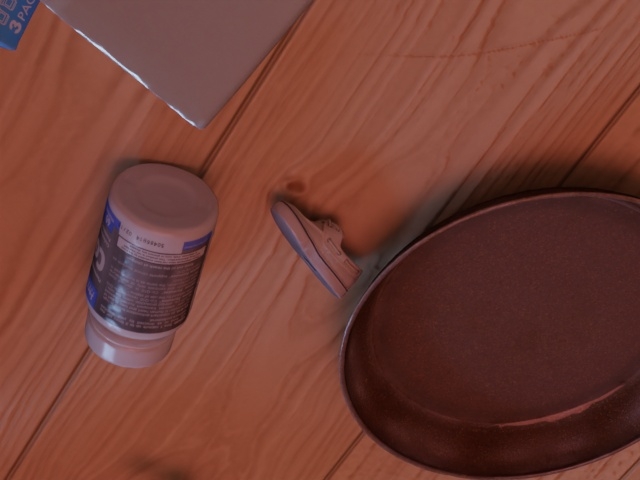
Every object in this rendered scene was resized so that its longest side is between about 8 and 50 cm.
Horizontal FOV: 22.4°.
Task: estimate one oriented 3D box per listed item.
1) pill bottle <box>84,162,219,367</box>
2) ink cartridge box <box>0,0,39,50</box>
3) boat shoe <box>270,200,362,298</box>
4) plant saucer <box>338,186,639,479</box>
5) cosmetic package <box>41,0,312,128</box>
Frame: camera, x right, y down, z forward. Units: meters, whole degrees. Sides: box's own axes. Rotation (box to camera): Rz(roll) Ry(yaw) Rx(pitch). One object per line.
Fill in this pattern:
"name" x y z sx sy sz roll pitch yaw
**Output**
"pill bottle" -0.123 0.020 1.143 0.078 0.078 0.137 7 129 -16
"ink cartridge box" -0.223 -0.193 0.887 0.181 0.061 0.104 34 78 -50
"boat shoe" 0.000 0.000 1.181 0.035 0.035 0.100 -43 125 -8
"plant saucer" 0.165 0.069 1.257 0.310 0.050 0.311 -5 131 -6
"cosmetic package" -0.010 -0.223 0.876 0.129 0.153 0.296 38 119 -8
